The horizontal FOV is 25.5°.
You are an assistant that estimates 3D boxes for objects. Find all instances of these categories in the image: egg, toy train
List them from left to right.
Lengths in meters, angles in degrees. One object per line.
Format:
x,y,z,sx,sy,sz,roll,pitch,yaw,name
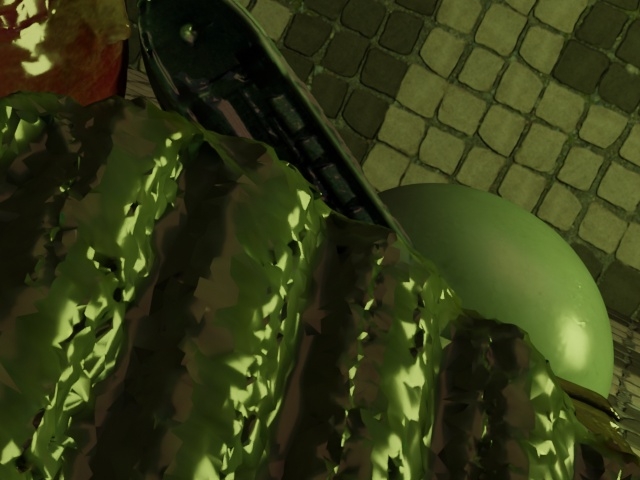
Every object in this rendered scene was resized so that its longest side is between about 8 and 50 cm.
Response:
0.000,0.000,0.938,0.407,0.086,0.088,57,-14,13,toy train
0.101,0.063,1.069,0.203,0.203,0.283,19,13,-38,egg

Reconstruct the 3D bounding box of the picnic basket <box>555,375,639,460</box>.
0.009,0.123,0.567,0.267,0.165,0.139,22,16,-17,picnic basket

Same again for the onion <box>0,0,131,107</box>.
-0.266,-0.152,0.977,0.354,0.353,0.353,25,9,-4,onion

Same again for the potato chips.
0.011,0.127,0.333,0.359,0.070,0.429,26,35,-13,potato chips
